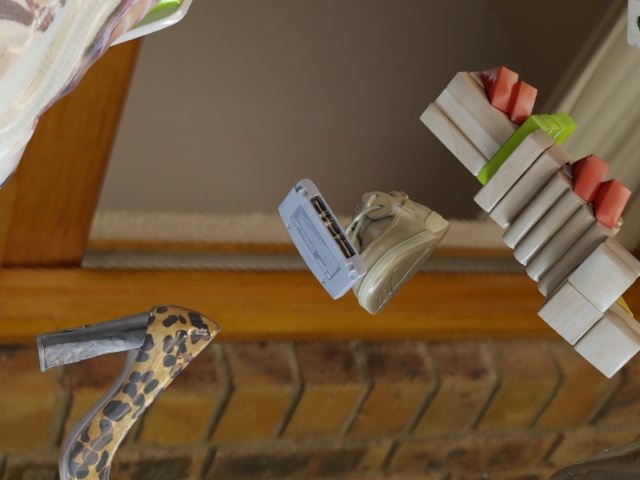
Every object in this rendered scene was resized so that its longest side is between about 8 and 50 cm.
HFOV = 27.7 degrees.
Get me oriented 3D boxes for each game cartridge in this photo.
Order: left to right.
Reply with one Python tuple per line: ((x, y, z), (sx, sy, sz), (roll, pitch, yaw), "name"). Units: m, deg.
((0.000, 0.000, 0.954), (0.017, 0.056, 0.083), (-26, -100, -31), "game cartridge")

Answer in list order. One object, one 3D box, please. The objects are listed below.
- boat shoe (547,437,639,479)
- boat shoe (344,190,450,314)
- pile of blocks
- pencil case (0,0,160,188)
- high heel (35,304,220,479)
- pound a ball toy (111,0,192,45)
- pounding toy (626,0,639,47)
((0.368, 0.220, 1.242), (0.110, 0.341, 0.122), (-19, -91, -39), "boat shoe")
((0.070, 0.001, 1.442), (0.098, 0.109, 0.302), (40, -163, 5), "boat shoe")
((0.231, -0.044, 1.202), (0.149, 0.113, 0.362), (13, -142, -39), "pile of blocks")
((-0.054, -0.194, 0.499), (0.183, 0.160, 0.410), (32, -111, 28), "pencil case")
((-0.177, 0.201, 1.327), (0.186, 0.261, 0.093), (-10, -170, -14), "high heel")
((-0.269, -0.310, 1.334), (0.208, 0.319, 0.136), (55, -147, -35), "pound a ball toy")
((0.392, -0.251, 1.398), (0.100, 0.130, 0.141), (22, -104, 19), "pounding toy")
